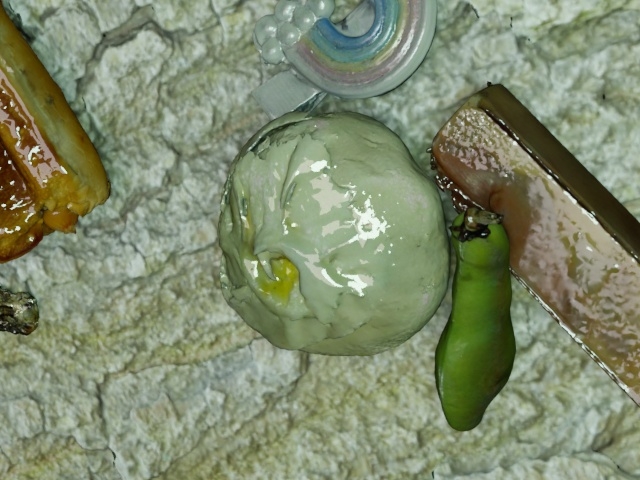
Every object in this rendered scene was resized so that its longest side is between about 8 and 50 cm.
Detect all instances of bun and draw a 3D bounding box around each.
[{"bbox_3d":[0.000,0.000,1.129,0.239,0.141,0.239,17,121,31],"label":"bun"}]

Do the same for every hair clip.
[{"bbox_3d":[0.026,-0.186,1.152,0.220,0.054,0.140,-42,74,21],"label":"hair clip"}]

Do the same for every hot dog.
[{"bbox_3d":[-0.346,-0.146,1.265,0.158,0.117,0.349,-32,92,5],"label":"hot dog"}]

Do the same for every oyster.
[{"bbox_3d":[-0.341,0.075,1.368,0.083,0.019,0.054,11,107,18],"label":"oyster"}]

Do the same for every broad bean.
[{"bbox_3d":[0.131,0.062,1.092,0.067,0.075,0.325,13,139,19],"label":"broad bean"}]

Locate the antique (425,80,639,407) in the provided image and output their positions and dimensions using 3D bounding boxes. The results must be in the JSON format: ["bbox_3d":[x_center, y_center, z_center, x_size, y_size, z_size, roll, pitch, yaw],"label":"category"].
[{"bbox_3d":[0.218,0.004,1.100,0.310,0.087,0.093,46,115,4],"label":"antique"}]
